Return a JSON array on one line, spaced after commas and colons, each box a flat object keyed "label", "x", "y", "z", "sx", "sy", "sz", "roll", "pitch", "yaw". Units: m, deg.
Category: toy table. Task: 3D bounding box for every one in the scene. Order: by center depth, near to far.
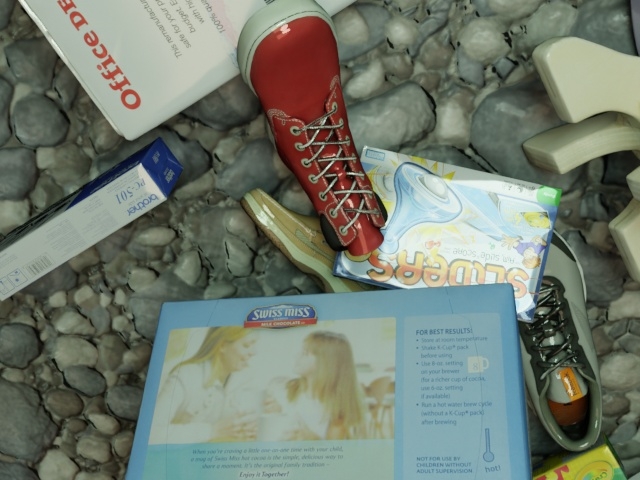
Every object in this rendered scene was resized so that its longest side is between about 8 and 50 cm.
[{"label": "toy table", "x": 0.305, "y": -0.103, "z": 0.746, "sx": 0.161, "sy": 0.252, "sz": 0.274, "roll": -32, "pitch": 99, "yaw": -5}]

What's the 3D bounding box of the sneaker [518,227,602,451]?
[{"label": "sneaker", "x": 0.249, "y": 0.101, "z": 0.885, "sx": 0.100, "sy": 0.108, "sz": 0.271, "roll": -18, "pitch": 107, "yaw": 10}]

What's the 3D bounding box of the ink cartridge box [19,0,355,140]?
[{"label": "ink cartridge box", "x": -0.110, "y": -0.251, "z": 0.739, "sx": 0.278, "sy": 0.117, "sz": 0.201, "roll": -30, "pitch": 109, "yaw": 11}]

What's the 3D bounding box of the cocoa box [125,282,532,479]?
[{"label": "cocoa box", "x": 0.024, "y": 0.198, "z": 0.796, "sx": 0.347, "sy": 0.231, "sz": 0.228, "roll": -4, "pitch": 144, "yaw": 12}]

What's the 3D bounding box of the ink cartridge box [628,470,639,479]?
[{"label": "ink cartridge box", "x": 0.461, "y": 0.321, "z": 0.920, "sx": 0.273, "sy": 0.114, "sz": 0.197, "roll": -27, "pitch": 111, "yaw": -12}]

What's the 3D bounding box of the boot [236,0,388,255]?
[{"label": "boot", "x": 0.007, "y": -0.083, "z": 0.715, "sx": 0.088, "sy": 0.244, "sz": 0.176, "roll": -25, "pitch": 70, "yaw": -4}]

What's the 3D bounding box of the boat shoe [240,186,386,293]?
[{"label": "boat shoe", "x": 0.000, "y": 0.000, "z": 0.876, "sx": 0.072, "sy": 0.068, "sz": 0.190, "roll": -45, "pitch": 115, "yaw": 4}]

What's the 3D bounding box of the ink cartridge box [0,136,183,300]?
[{"label": "ink cartridge box", "x": -0.242, "y": -0.023, "z": 0.845, "sx": 0.207, "sy": 0.097, "sz": 0.046, "roll": -30, "pitch": 109, "yaw": 13}]

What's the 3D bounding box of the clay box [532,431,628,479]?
[{"label": "clay box", "x": 0.237, "y": 0.295, "z": 0.951, "sx": 0.222, "sy": 0.127, "sz": 0.053, "roll": -31, "pitch": 75, "yaw": 12}]

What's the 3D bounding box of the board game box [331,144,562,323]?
[{"label": "board game box", "x": 0.124, "y": -0.006, "z": 0.830, "sx": 0.201, "sy": 0.035, "sz": 0.136, "roll": 13, "pitch": 84, "yaw": 7}]
